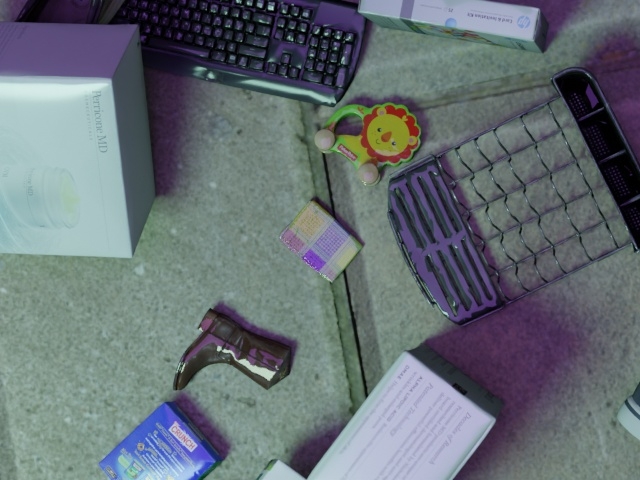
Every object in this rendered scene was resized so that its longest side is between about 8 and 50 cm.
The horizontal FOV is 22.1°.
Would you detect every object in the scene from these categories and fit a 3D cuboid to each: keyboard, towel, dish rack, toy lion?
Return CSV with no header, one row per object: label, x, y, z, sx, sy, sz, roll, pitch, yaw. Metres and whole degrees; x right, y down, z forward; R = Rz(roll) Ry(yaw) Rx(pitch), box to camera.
keyboard,-0.099,-0.277,1.853,0.317,0.033,0.201,13,91,11
towel,0.000,0.000,1.836,0.083,0.009,0.060,41,96,9
dish rack,0.210,-0.037,1.763,0.271,0.074,0.208,-26,83,10
toy lion,0.058,-0.115,1.819,0.100,0.034,0.096,38,89,10

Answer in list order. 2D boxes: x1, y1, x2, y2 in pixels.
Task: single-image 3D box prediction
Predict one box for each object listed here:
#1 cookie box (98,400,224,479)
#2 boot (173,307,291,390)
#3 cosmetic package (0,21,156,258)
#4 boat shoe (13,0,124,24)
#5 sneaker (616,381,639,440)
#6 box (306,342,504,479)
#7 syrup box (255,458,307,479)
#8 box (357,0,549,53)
cookie box,-0.179,0.249,1.850,0.107,0.040,0.092,-43,81,8
boot,-0.097,0.145,1.841,0.114,0.037,0.106,28,96,6
cosmetic package,-0.307,-0.110,1.778,0.225,0.138,0.224,1,124,6
boat shoe,-0.311,-0.216,1.848,0.103,0.092,0.285,38,106,11
sneaker,0.469,0.225,1.677,0.321,0.126,0.127,36,101,12
box,0.091,0.214,1.725,0.119,0.181,0.182,37,95,7
syrup box,0.014,0.341,1.753,0.237,0.096,0.093,38,77,-1
box,0.144,-0.236,1.744,0.186,0.145,0.038,10,93,11
